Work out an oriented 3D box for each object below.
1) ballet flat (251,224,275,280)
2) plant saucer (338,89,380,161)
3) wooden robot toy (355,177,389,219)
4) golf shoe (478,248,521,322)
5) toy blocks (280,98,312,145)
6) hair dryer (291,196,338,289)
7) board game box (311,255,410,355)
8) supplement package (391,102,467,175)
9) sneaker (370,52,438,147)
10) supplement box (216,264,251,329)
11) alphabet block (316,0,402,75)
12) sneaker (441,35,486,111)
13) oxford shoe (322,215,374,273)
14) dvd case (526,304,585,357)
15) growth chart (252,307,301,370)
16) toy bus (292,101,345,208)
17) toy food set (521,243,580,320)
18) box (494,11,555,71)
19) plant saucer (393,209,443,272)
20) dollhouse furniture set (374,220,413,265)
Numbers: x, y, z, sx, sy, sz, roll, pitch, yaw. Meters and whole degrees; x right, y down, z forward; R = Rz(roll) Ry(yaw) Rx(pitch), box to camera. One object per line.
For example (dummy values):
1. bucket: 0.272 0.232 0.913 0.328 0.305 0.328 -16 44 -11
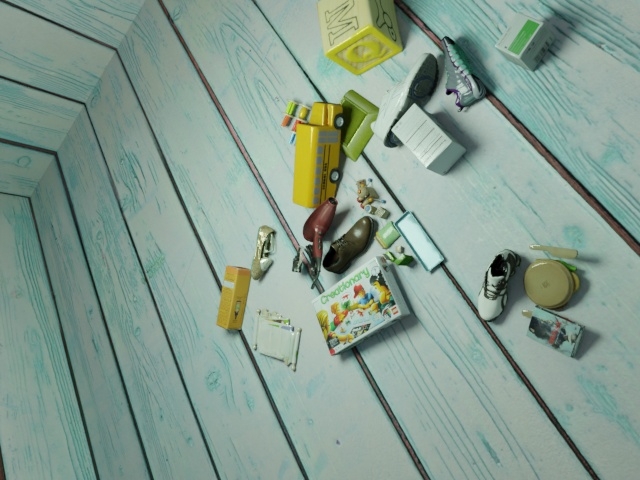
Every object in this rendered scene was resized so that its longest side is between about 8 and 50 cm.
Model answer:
1. ballet flat: -0.206 0.048 1.869 0.067 0.073 0.206 9 92 25
2. plant saucer: 0.096 -0.390 1.701 0.188 0.045 0.188 45 111 34
3. wooden robot toy: 0.140 -0.135 1.606 0.076 0.079 0.173 -43 59 26
4. golf shoe: 0.443 0.114 1.315 0.077 0.094 0.198 20 98 38
5. toy blocks: -0.104 -0.429 1.863 0.123 0.054 0.148 30 103 37
6. hair dryer: 0.000 0.000 1.663 0.223 0.080 0.294 28 105 62
7. board game box: 0.114 0.206 1.577 0.305 0.053 0.193 -39 62 34
8. supplement package: 0.312 -0.290 1.472 0.105 0.105 0.179 -48 58 23
9. sneaker: 0.245 -0.435 1.552 0.129 0.111 0.297 45 110 42
10. supplement box: -0.329 0.216 1.935 0.080 0.078 0.234 8 88 40
11. alphabet block: 0.125 -0.682 1.630 0.193 0.192 0.197 -19 71 38
12. sneaker: 0.379 -0.480 1.464 0.098 0.083 0.224 -37 63 35
13. oxford shoe: 0.086 0.015 1.618 0.083 0.096 0.227 47 111 35
14. dvd case: 0.564 0.219 1.233 0.119 0.013 0.087 26 120 37
15. growth chart: -0.161 0.340 1.817 0.237 0.021 0.172 14 92 39
16. toy bus: -0.011 -0.283 1.685 0.108 0.130 0.333 24 117 45
17. toy food set: 0.566 0.107 1.257 0.132 0.038 0.192 13 103 45
18. box: 0.532 -0.515 1.329 0.087 0.102 0.101 46 113 36
19. plant saucer: 0.289 0.001 1.505 0.067 0.018 0.192 -45 58 25
20. dollhouse furniture set: 0.212 0.012 1.538 0.076 0.058 0.152 -47 58 23
